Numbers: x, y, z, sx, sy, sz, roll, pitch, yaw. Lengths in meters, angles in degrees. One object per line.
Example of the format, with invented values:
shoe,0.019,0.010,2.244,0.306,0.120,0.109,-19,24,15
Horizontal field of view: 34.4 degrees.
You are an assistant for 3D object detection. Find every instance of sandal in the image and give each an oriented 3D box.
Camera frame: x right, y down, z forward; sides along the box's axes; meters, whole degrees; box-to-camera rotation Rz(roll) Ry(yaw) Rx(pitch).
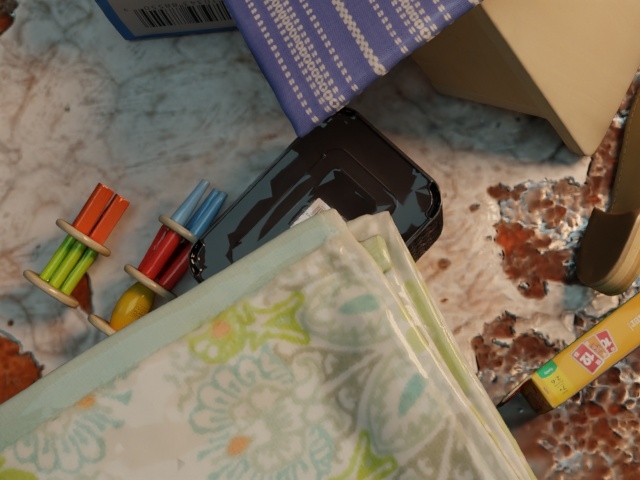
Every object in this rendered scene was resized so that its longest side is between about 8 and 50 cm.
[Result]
sandal,0.284,-0.060,0.810,0.079,0.088,0.240,25,89,-20

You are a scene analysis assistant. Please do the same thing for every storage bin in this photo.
storage bin,0.000,0.000,0.817,0.122,0.084,0.180,43,87,14

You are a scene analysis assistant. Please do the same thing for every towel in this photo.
towel,0.075,-0.249,0.704,0.336,0.040,0.243,-36,56,13
towel,-0.045,0.194,0.704,0.374,0.090,0.320,-31,80,3

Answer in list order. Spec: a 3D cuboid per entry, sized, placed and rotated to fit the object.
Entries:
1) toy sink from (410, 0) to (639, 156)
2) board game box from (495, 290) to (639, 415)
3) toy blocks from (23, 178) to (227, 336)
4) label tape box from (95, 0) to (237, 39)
toy sink,0.147,-0.193,0.802,0.131,0.234,0.153,21,79,41
board game box,0.239,0.050,0.753,0.259,0.124,0.039,-34,76,-1
toy blocks,-0.155,-0.001,0.852,0.123,0.054,0.148,33,84,12
label tape box,-0.067,-0.362,0.892,0.249,0.115,0.348,-5,75,7
